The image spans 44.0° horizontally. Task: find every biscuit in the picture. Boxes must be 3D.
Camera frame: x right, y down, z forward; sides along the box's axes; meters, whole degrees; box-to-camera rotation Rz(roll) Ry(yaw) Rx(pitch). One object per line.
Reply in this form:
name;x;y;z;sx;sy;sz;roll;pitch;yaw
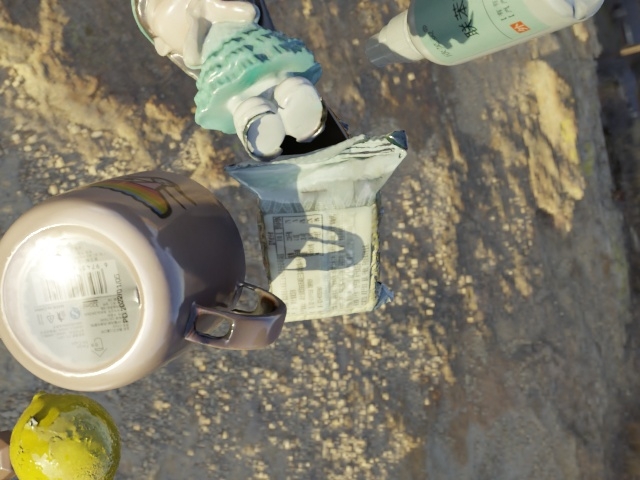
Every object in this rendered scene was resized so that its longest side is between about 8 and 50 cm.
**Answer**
biscuit;0.005;-0.001;0.902;0.309;0.186;0.079;84;-3;-51

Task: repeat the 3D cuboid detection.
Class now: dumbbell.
dumbbell;-0.546;0.398;1.526;0.082;0.092;0.231;56;19;17

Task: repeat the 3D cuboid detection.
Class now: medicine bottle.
medicine bottle;0.169;-0.270;0.952;0.110;0.352;0.110;1;88;-31

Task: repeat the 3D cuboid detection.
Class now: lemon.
lemon;-0.412;0.342;1.297;0.173;0.173;0.206;-45;127;-42

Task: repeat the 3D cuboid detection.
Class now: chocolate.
chocolate;0.023;-0.146;1.687;0.177;0.206;0.224;19;34;-46

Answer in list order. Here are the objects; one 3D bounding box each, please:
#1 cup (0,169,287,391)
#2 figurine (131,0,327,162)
cup;-0.159;0.046;0.746;0.200;0.252;0.192;-44;154;-78
figurine;-0.074;-0.179;0.700;0.245;0.138;0.110;57;-9;30
